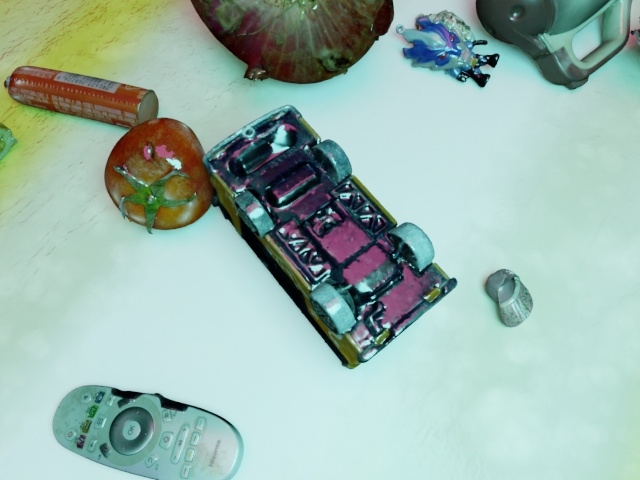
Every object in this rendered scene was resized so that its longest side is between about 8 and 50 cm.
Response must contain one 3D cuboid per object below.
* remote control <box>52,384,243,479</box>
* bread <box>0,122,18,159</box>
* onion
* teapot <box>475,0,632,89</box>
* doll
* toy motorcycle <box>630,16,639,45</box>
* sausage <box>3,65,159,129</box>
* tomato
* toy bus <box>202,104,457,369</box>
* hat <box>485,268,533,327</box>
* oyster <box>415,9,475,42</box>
[{"bbox_3d":[-0.220,0.246,0.608,0.256,0.045,0.097,14,65,9],"label":"remote control"},{"bbox_3d":[-0.639,-0.201,0.780,0.270,0.087,0.098,27,69,10],"label":"bread"},{"bbox_3d":[-0.048,-0.425,0.773,0.354,0.353,0.353,0,66,-1],"label":"onion"},{"bbox_3d":[0.438,-0.451,0.858,0.315,0.233,0.312,45,77,-12],"label":"teapot"},{"bbox_3d":[0.225,-0.348,0.872,0.195,0.070,0.096,28,99,8],"label":"doll"},{"bbox_3d":[0.648,-0.330,0.848,0.239,0.108,0.204,-34,89,-24],"label":"toy motorcycle"},{"bbox_3d":[-0.417,-0.247,0.812,0.274,0.074,0.074,13,66,5],"label":"sausage"},{"bbox_3d":[-0.235,-0.098,0.710,0.167,0.167,0.167,0,66,-1],"label":"tomato"},{"bbox_3d":[0.000,0.000,0.641,0.162,0.194,0.323,-36,74,-15],"label":"toy bus"},{"bbox_3d":[0.269,0.082,0.696,0.058,0.042,0.087,-28,103,-13],"label":"hat"},{"bbox_3d":[0.235,-0.407,0.911,0.100,0.037,0.098,-9,66,-5],"label":"oyster"}]
